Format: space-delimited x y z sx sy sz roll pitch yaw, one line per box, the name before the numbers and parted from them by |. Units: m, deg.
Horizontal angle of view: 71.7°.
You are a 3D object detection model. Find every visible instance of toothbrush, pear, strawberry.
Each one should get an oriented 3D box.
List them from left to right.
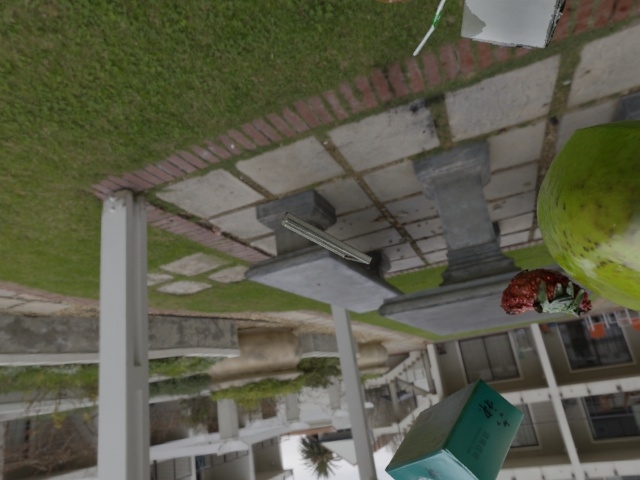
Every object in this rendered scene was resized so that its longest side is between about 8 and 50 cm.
toothbrush | 0.331 -0.638 1.277 0.030 0.030 0.304 -4 167 -13
strawberry | 0.391 0.091 0.776 0.192 0.085 0.140 1 173 -41
pear | 0.437 -0.018 0.567 0.343 0.238 0.318 31 -165 34

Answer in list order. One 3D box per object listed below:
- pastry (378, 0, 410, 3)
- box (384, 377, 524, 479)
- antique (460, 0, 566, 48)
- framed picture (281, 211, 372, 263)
pastry | 0.144 -0.568 0.875 0.229 0.100 0.218 27 166 -22
box | 0.227 0.361 0.781 0.153 0.092 0.244 -42 167 -34
antique | 0.329 -0.421 0.719 0.152 0.146 0.148 19 155 22
framed picture | 0.000 0.000 0.966 0.189 0.023 0.260 28 176 -5
